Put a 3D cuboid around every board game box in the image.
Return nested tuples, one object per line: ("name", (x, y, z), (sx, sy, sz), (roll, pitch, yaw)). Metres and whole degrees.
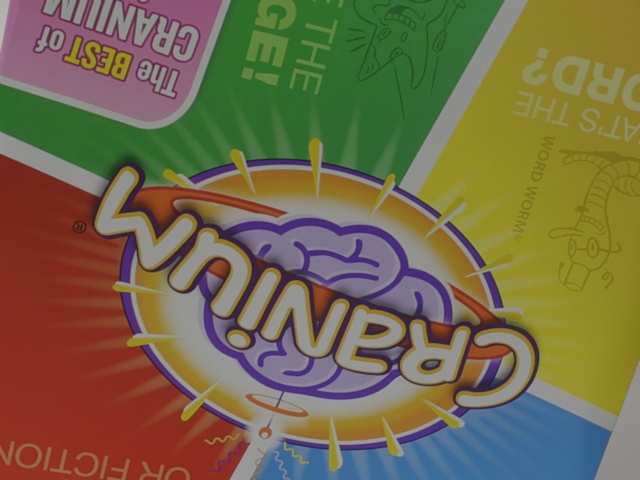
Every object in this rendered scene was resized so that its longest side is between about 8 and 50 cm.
("board game box", (0.000, 0.000, 0.436), (0.242, 0.316, 0.064), (11, 18, -12))
